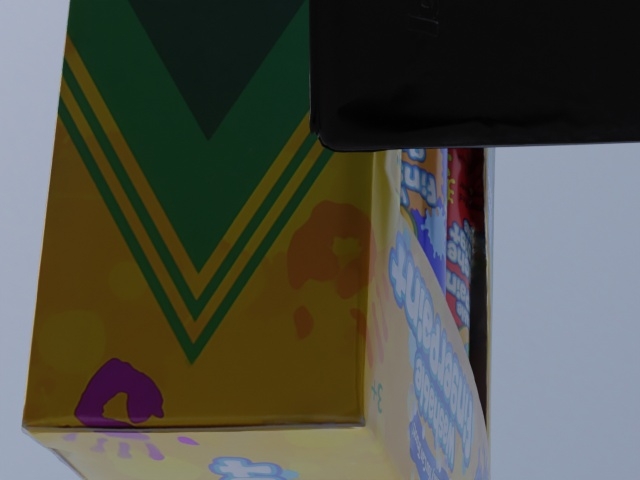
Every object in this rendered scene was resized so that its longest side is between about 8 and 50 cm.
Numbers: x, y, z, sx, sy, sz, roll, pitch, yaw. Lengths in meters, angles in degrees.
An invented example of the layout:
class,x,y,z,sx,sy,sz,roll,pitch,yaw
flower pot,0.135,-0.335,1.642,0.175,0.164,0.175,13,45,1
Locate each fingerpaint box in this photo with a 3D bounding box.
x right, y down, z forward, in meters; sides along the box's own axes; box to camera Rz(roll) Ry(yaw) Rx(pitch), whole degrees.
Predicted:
class,x,y,z,sx,sy,sz,roll,pitch,yaw
fingerpaint box,0.000,0.000,1.065,0.163,0.445,0.371,-2,-115,11

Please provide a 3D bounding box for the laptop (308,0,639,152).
class,x,y,z,sx,sy,sz,roll,pitch,yaw
laptop,0.221,-0.220,0.844,0.236,0.408,0.381,-5,-97,45
